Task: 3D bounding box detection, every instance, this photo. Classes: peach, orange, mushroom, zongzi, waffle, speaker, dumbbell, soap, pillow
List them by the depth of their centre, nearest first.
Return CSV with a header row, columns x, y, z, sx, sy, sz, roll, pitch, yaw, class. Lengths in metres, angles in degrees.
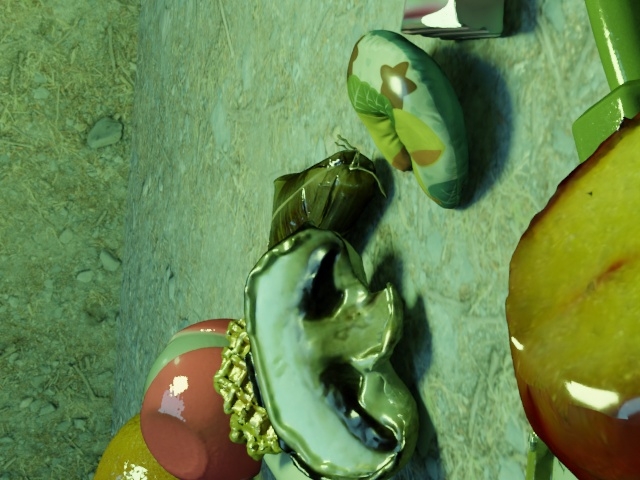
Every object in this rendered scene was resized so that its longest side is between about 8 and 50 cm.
x,y,z,sx,sy,sz,roll,pitch,yaw,class
0.255,0.010,0.462,0.281,0.281,0.338,-121,34,-49,peach
0.244,-0.186,0.697,0.108,0.121,0.302,69,-169,-73,dumbbell
0.143,-0.253,0.932,0.149,0.100,0.056,-155,67,-65,soap
0.105,-0.145,1.010,0.233,0.086,0.214,49,165,52,pillow
0.025,0.153,1.140,0.247,0.130,0.344,-35,72,21,mushroom
0.000,0.000,1.221,0.247,0.111,0.241,160,119,-63,zongzi
-0.047,0.195,1.289,0.291,0.051,0.291,-15,61,28,waffle
-0.179,0.279,1.508,0.294,0.294,0.294,179,90,-66,speaker
-0.302,0.515,1.722,0.322,0.322,0.357,145,132,-62,orange

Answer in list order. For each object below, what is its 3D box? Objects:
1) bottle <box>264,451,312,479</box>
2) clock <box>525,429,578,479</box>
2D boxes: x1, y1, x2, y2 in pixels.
x,y,z,sx,sy,sz,roll,pitch,yaw,class
-0.022,0.348,1.323,0.245,0.104,0.104,-140,54,-59,bottle
0.236,0.234,0.746,0.237,0.057,0.237,-177,90,-87,clock
